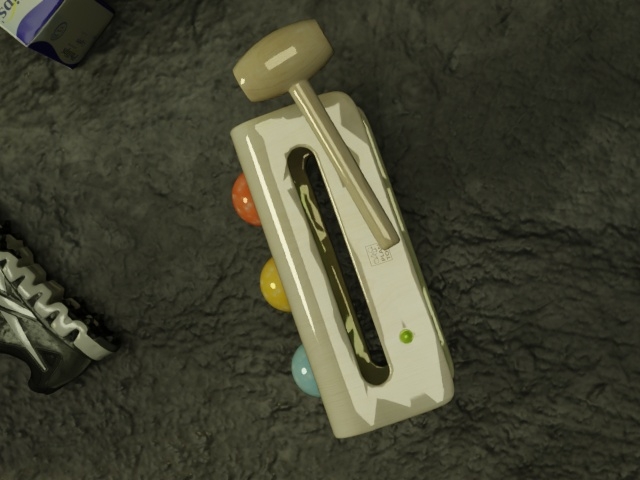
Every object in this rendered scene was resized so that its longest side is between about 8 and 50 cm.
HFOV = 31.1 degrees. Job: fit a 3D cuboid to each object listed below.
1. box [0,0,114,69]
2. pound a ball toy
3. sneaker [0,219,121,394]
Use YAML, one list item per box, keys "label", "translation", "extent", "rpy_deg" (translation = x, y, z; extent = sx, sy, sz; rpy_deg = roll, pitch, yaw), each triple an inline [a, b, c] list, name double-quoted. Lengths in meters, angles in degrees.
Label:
- label: "box"
  translation: [-0.269, -0.228, 1.020]
  extent: [0.137, 0.126, 0.072]
  rpy_deg: [39, 94, 5]
- label: "pound a ball toy"
  translation: [0.000, 0.000, 0.948]
  extent: [0.136, 0.208, 0.319]
  rpy_deg: [-20, 89, 7]
- label: "sneaker"
  translation: [-0.299, 0.050, 1.052]
  extent: [0.234, 0.078, 0.106]
  rpy_deg: [44, 93, 3]
